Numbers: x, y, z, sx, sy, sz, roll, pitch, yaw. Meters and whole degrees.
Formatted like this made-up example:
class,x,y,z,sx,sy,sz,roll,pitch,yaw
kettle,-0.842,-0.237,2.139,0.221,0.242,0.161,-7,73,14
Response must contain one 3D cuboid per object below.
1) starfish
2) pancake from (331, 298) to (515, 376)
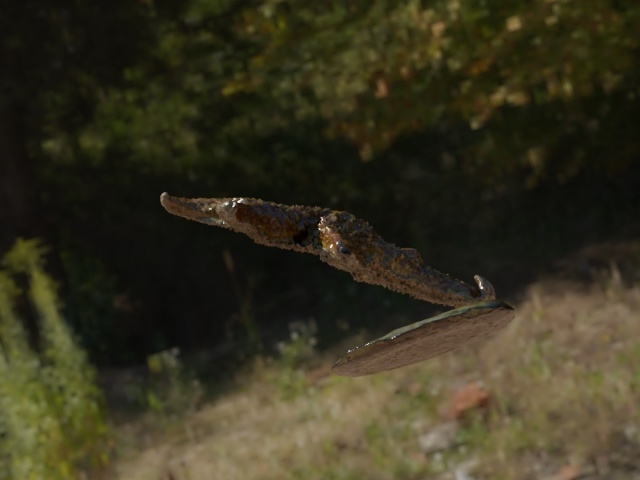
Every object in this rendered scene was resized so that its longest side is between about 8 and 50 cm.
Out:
class,x,y,z,sx,sy,sz,roll,pitch,yaw
starfish,0.000,-0.001,1.137,0.240,0.043,0.227,14,-5,17
pancake,0.058,0.058,0.960,0.115,0.011,0.115,-19,-14,-5
